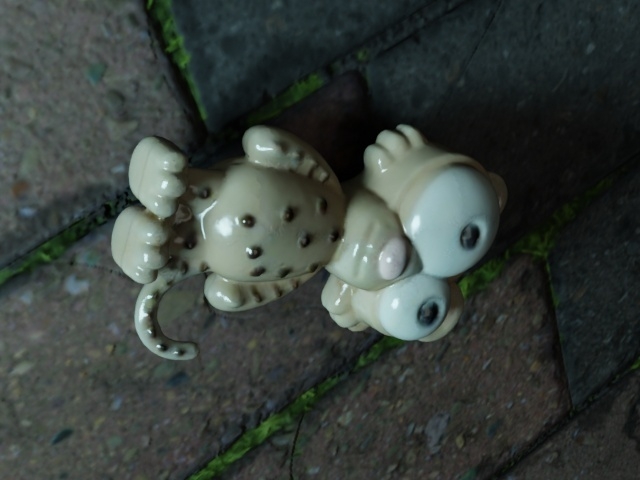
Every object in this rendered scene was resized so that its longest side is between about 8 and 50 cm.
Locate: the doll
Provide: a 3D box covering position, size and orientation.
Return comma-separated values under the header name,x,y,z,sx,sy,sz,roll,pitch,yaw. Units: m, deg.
name,x,y,z,sx,sy,sz,roll,pitch,yaw
doll,0.000,-0.002,0.707,0.278,0.119,0.154,-3,112,-32
